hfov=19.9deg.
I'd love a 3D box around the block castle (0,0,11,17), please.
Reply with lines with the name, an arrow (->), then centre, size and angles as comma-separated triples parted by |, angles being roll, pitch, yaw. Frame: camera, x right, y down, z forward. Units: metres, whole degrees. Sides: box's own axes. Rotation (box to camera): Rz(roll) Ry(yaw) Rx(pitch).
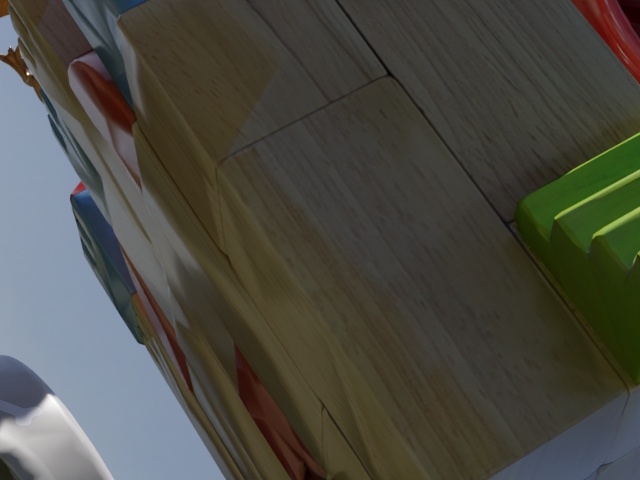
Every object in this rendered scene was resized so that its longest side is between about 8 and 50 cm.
block castle -> -0.327, -0.355, 1.335 | 0.213, 0.303, 0.453 | -99, 165, -70

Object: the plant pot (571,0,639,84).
plant pot -> 0.179, -0.103, 0.891 | 0.191, 0.191, 0.174 | 45, -25, 0

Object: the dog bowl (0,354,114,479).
dog bowl -> -0.175, 0.227, 1.112 | 0.349, 0.102, 0.349 | 48, -28, 37

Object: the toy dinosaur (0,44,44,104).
toy dinosaur -> -0.246, -0.139, 1.706 | 0.112, 0.064, 0.211 | 55, -21, 11

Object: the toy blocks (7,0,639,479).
toy blocks -> 0.000, 0.000, 0.564 | 0.261, 0.191, 0.381 | 56, -14, 23
